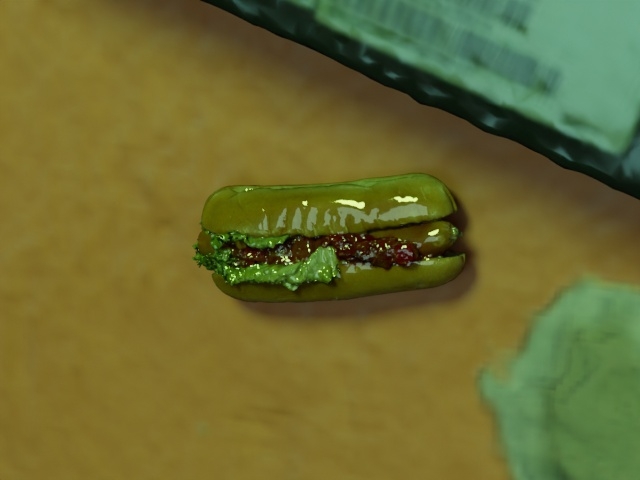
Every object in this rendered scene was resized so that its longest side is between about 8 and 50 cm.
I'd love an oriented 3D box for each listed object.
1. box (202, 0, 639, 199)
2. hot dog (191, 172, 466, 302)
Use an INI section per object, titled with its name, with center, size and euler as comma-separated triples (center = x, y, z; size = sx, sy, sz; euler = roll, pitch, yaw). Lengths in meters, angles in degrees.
[box]
center = 0.079, -0.123, 0.460
size = 0.350, 0.058, 0.211
euler = 25, 114, 13
[hot dog]
center = 0.000, 0.000, 0.548
size = 0.083, 0.021, 0.037
euler = -7, 102, 21
